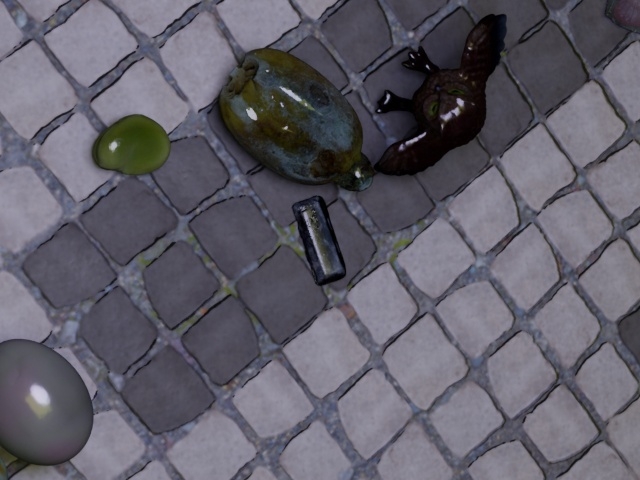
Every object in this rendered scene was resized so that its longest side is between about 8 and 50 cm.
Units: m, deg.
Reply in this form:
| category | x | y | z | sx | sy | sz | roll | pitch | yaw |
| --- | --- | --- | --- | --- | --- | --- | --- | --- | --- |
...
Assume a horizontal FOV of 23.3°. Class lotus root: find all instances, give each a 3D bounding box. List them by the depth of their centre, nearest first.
| category | x | y | z | sx | sy | sz | roll | pitch | yaw |
| --- | --- | --- | --- | --- | --- | --- | --- | --- | --- |
| lotus root | -0.019 | -0.119 | 1.637 | 0.192 | 0.088 | 0.113 | 39 | 93 | -17 |

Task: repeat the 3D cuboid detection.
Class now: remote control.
| category | x | y | z | sx | sy | sz | roll | pitch | yaw |
| --- | --- | --- | --- | --- | --- | --- | --- | --- | --- |
| remote control | 0.000 | 0.000 | 1.680 | 0.039 | 0.014 | 0.096 | -19 | 95 | -20 |

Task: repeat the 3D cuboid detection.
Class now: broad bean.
| category | x | y | z | sx | sy | sz | roll | pitch | yaw |
| --- | --- | --- | --- | --- | --- | --- | --- | --- | --- |
| broad bean | -0.194 | -0.098 | 1.593 | 0.083 | 0.045 | 0.063 | -10 | 94 | -28 |

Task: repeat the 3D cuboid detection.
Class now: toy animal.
| category | x | y | z | sx | sy | sz | roll | pitch | yaw |
| --- | --- | --- | --- | --- | --- | --- | --- | --- | --- |
| toy animal | 0.145 | -0.140 | 1.645 | 0.116 | 0.179 | 0.218 | 34 | 100 | -23 |

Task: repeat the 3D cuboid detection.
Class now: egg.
| category | x | y | z | sx | sy | sz | roll | pitch | yaw |
| --- | --- | --- | --- | --- | --- | --- | --- | --- | --- |
| egg | -0.281 | 0.159 | 1.522 | 0.103 | 0.103 | 0.135 | -38 | 101 | -17 |

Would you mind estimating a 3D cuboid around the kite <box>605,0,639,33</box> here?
| category | x | y | z | sx | sy | sz | roll | pitch | yaw |
| --- | --- | --- | --- | --- | --- | --- | --- | --- | --- |
| kite | 0.505 | -0.275 | 1.875 | 0.360 | 0.022 | 0.204 | 31 | 78 | -14 |

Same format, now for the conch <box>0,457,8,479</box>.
| category | x | y | z | sx | sy | sz | roll | pitch | yaw |
| --- | --- | --- | --- | --- | --- | --- | --- | --- | --- |
| conch | -0.317 | 0.381 | 1.462 | 0.249 | 0.197 | 0.368 | 36 | 69 | -54 |
